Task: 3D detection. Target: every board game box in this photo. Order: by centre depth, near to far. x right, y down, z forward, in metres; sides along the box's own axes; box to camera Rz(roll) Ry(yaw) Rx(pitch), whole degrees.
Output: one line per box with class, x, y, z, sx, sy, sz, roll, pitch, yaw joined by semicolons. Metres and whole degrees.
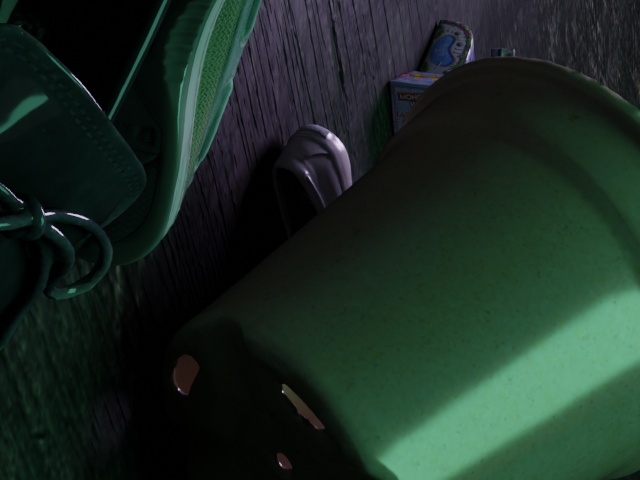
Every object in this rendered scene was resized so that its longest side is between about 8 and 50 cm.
board game box;0.121;-0.110;1.639;0.194;0.060;0.194;76;29;-46

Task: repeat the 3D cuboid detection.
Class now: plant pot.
plant pot;0.073;0.084;1.184;0.305;0.334;0.333;-32;130;-34

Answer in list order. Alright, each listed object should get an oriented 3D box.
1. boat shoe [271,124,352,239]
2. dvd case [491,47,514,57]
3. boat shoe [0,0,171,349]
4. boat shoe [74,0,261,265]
boat shoe;0.000;0.000;1.347;0.063;0.066;0.184;-46;143;-38
dvd case;0.179;-0.109;1.709;0.221;0.018;0.164;-57;147;-82
boat shoe;-0.167;-0.035;0.741;0.187;0.156;0.500;65;38;-58
boat shoe;-0.085;-0.144;0.955;0.103;0.118;0.320;-51;154;-67
